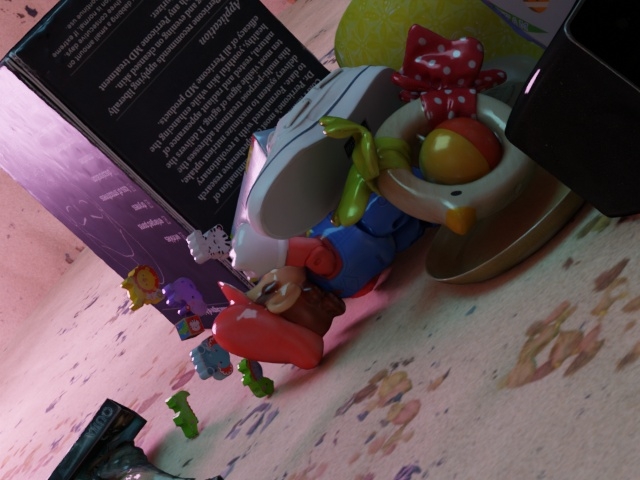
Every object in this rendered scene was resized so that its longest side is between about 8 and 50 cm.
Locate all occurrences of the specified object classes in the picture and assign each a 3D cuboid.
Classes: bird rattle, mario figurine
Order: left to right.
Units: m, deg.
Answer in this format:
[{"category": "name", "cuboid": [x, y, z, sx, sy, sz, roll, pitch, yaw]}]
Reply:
[{"category": "mario figurine", "cuboid": [0.000, 0.000, 1.615, 0.320, 0.198, 0.170, -41, 27, 1]}, {"category": "bird rattle", "cuboid": [0.121, -0.094, 1.468, 0.253, 0.207, 0.143, -36, -36, -33]}]

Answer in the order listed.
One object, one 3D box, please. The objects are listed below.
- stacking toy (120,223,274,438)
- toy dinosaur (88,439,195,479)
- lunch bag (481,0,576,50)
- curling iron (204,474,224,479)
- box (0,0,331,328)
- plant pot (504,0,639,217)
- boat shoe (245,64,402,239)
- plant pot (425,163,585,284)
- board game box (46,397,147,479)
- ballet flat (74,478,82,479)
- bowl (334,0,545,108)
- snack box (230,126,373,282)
[{"category": "stacking toy", "cuboid": [-0.142, 0.107, 1.728, 0.052, 0.221, 0.167, -13, -13, -44]}, {"category": "toy dinosaur", "cuboid": [-0.239, 0.293, 1.734, 0.118, 0.064, 0.268, -42, 16, -16]}, {"category": "lunch bag", "cuboid": [0.262, -0.304, 1.473, 0.115, 0.303, 0.243, -43, 12, 49]}, {"category": "curling iron", "cuboid": [-0.205, 0.321, 1.596, 0.274, 0.035, 0.068, -38, 16, 30]}, {"category": "box", "cuboid": [-0.201, -0.135, 1.976, 0.297, 0.472, 0.480, -49, 14, -18]}, {"category": "plant pot", "cuboid": [0.269, -0.130, 1.249, 0.187, 0.188, 0.167, -56, 4, -36]}, {"category": "boat shoe", "cuboid": [-0.010, -0.094, 1.518, 0.084, 0.095, 0.258, 12, 42, 35]}, {"category": "plant pot", "cuboid": [0.201, -0.037, 1.453, 0.236, 0.032, 0.236, -41, 15, 13]}, {"category": "board game box", "cuboid": [-0.297, 0.287, 1.827, 0.186, 0.026, 0.126, -54, -15, -6]}, {"category": "ballet flat", "cuboid": [-0.159, 0.357, 1.183, 0.182, 0.164, 0.483, -19, 26, 13]}, {"category": "bowl", "cuboid": [0.177, -0.208, 1.689, 0.289, 0.289, 0.156, -38, 58, 27]}, {"category": "snack box", "cuboid": [-0.004, -0.054, 1.680, 0.174, 0.070, 0.207, -15, -33, -24]}]
